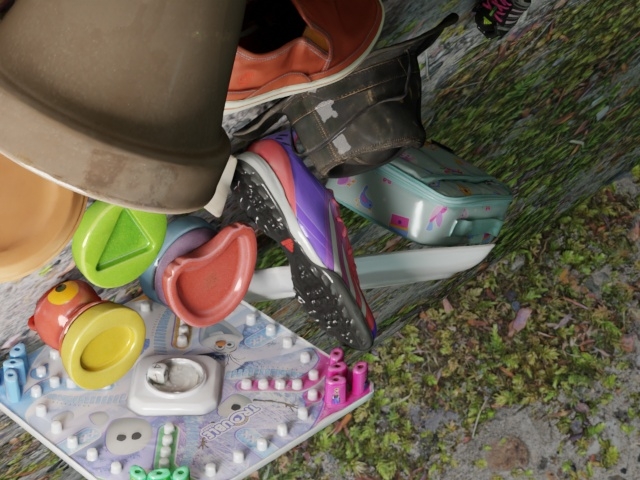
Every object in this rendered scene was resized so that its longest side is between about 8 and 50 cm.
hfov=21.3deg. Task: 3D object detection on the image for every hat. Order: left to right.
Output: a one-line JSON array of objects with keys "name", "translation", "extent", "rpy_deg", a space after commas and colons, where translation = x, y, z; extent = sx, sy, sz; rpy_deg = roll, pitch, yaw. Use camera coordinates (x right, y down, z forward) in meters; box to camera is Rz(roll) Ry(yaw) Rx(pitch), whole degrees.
[{"name": "hat", "translation": [0.061, -0.156, 2.114], "extent": [0.331, 0.134, 0.331], "rpy_deg": [-29, 180, 0]}]

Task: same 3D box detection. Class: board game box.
[{"name": "board game box", "translation": [-0.194, 0.183, 2.279], "extent": [0.390, 0.390, 0.050], "rpy_deg": [-28, 133, -35]}]

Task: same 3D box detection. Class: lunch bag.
[{"name": "lunch bag", "translation": [0.158, -0.075, 2.553], "extent": [0.279, 0.224, 0.108], "rpy_deg": [-7, 122, -59]}]

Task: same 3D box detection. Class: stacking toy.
[{"name": "stacking toy", "translation": [-0.240, 0.013, 2.219], "extent": [0.309, 0.130, 0.279], "rpy_deg": [-26, 134, -34]}]

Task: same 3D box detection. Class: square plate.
[{"name": "square plate", "translation": [0.038, 0.052, 2.538], "extent": [0.344, 0.049, 0.347], "rpy_deg": [-6, 178, -21]}]

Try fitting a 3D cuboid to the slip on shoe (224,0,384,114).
[{"name": "slip on shoe", "translation": [-0.034, -0.231, 1.868], "extent": [0.331, 0.123, 0.101], "rpy_deg": [-28, 151, -46]}]

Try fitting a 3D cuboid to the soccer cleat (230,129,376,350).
[{"name": "soccer cleat", "translation": [0.000, 0.000, 2.283], "extent": [0.116, 0.318, 0.109], "rpy_deg": [-38, -169, -31]}]

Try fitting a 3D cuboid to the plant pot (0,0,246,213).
[{"name": "plant pot", "translation": [-0.172, -0.184, 1.519], "extent": [0.263, 0.263, 0.229], "rpy_deg": [-11, 132, -59]}]

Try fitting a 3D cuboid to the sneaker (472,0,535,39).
[{"name": "sneaker", "translation": [0.250, -0.324, 2.362], "extent": [0.075, 0.063, 0.170], "rpy_deg": [-43, 170, -7]}]

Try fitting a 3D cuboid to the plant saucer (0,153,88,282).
[{"name": "plant saucer", "translation": [-0.318, -0.052, 1.630], "extent": [0.200, 0.200, 0.037], "rpy_deg": [-36, -159, -9]}]
